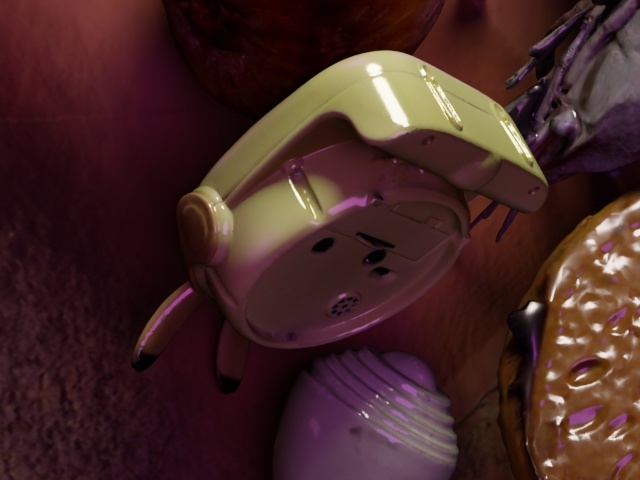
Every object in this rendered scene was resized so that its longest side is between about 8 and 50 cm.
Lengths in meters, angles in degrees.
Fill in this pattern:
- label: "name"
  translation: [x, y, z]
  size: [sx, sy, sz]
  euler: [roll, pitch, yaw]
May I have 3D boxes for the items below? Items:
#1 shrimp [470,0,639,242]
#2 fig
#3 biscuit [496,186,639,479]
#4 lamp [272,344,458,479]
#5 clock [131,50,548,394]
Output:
- label: "shrimp"
  translation: [0.188, -0.110, 1.108]
  size: [0.343, 0.145, 0.116]
  euler: [-36, 133, 21]
- label: "fig"
  translation: [0.012, -0.169, 1.057]
  size: [0.207, 0.175, 0.175]
  euler: [-34, 104, -25]
- label: "biscuit"
  translation: [0.241, 0.096, 1.062]
  size: [0.296, 0.075, 0.295]
  euler: [-1, 70, 4]
- label: "lamp"
  translation: [0.005, 0.148, 1.104]
  size: [0.106, 0.106, 0.193]
  euler: [31, 92, -19]
- label: "clock"
  translation: [0.000, 0.000, 1.060]
  size: [0.232, 0.069, 0.170]
  euler: [-39, 150, 21]
